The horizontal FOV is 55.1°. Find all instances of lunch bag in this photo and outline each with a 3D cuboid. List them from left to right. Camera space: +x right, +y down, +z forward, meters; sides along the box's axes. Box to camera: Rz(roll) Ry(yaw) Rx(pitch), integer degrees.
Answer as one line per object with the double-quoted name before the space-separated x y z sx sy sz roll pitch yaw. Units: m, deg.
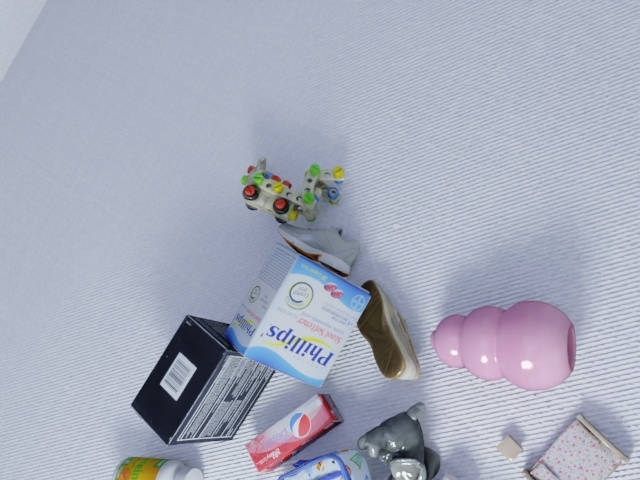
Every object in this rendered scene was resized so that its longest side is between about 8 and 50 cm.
"lunch bag" 0.011 0.661 1.540 0.303 0.114 0.243 -38 65 38

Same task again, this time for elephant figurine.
"elephant figurine" 0.215 0.559 1.513 0.169 0.186 0.239 -24 74 -29

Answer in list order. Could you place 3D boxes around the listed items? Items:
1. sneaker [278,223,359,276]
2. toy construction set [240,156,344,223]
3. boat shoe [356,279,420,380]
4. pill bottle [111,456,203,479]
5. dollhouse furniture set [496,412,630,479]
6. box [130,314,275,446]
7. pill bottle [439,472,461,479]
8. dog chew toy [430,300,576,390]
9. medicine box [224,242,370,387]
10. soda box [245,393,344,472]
"sneaker" 0.000 0.000 1.778 0.262 0.099 0.121 29 80 22
"toy construction set" -0.106 -0.161 1.812 0.327 0.151 0.215 17 63 29
"boat shoe" 0.178 0.237 1.626 0.109 0.098 0.302 -48 43 26
"pill bottle" -0.469 0.704 1.780 0.245 0.136 0.137 -5 75 23
"dollhouse furniture set" 0.607 0.478 1.322 0.355 0.174 0.303 43 96 27
"box" -0.306 0.389 1.697 0.182 0.294 0.296 34 92 31
"pill bottle" 0.286 0.655 1.462 0.108 0.108 0.180 31 91 28
"dog chew toy" 0.423 0.244 1.460 0.331 0.206 0.207 -2 76 33
"medicine box" -0.058 0.198 1.626 0.289 0.263 0.149 -61 31 -2
"soda box" -0.072 0.525 1.674 0.263 0.083 0.092 -38 65 11
